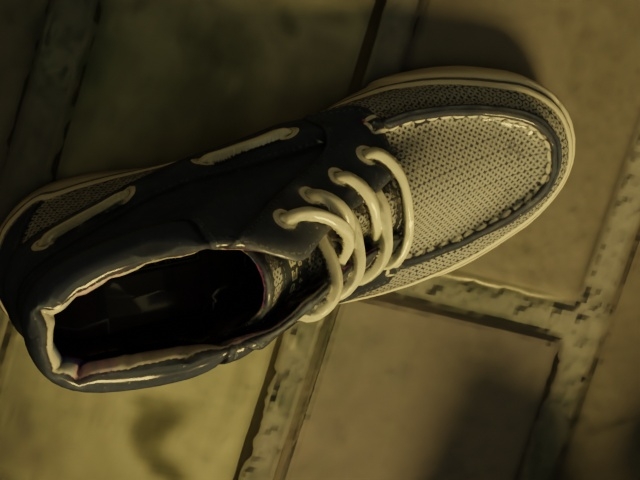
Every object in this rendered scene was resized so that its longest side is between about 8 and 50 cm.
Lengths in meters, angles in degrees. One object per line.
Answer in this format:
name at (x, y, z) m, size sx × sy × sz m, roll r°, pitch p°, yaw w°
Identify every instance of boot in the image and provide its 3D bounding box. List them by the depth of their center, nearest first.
boot at (0.000, 0.000, 0.503) m, size 0.190 × 0.086 × 0.069 m, roll -18°, pitch 109°, yaw -12°
